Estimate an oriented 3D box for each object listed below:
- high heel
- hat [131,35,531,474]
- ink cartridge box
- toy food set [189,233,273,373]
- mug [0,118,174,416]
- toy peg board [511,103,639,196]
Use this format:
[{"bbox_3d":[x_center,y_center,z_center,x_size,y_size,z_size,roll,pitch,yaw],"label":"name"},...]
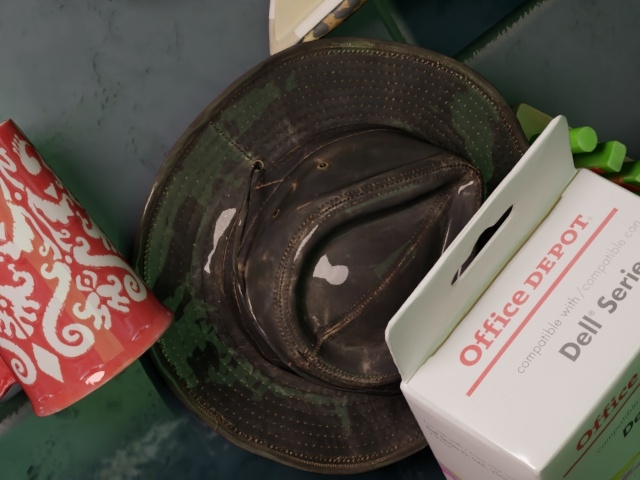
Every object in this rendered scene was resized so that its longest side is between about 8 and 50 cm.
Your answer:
[{"bbox_3d":[0.067,-0.233,1.178,0.261,0.093,0.186,-59,151,7],"label":"high heel"},{"bbox_3d":[0.036,0.006,1.067,0.331,0.134,0.331,1,88,-16],"label":"hat"},{"bbox_3d":[0.180,0.097,1.070,0.207,0.119,0.353,-50,149,-14],"label":"ink cartridge box"},{"bbox_3d":[0.000,0.000,1.145,0.192,0.038,0.132,-32,98,-15],"label":"toy food set"},{"bbox_3d":[-0.201,0.025,0.988,0.150,0.113,0.169,-40,103,-26],"label":"mug"},{"bbox_3d":[0.217,-0.011,1.237,0.161,0.079,0.161,24,76,-26],"label":"toy peg board"}]
